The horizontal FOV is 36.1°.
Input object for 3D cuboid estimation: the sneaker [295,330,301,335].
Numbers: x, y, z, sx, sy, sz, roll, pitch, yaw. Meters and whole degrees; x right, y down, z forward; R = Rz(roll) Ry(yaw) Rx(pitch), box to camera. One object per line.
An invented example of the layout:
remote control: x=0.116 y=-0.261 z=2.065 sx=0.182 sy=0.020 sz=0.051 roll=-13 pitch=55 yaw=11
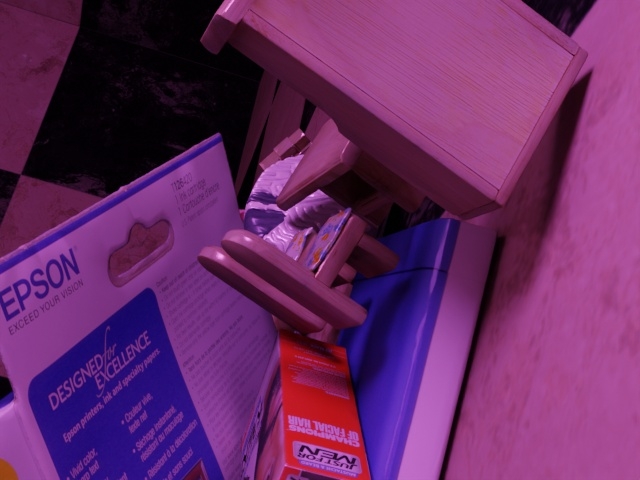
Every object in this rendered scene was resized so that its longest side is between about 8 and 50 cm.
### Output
sneaker: x=-0.083 y=0.169 z=1.147 sx=0.161 sy=0.102 sz=0.282 roll=-76 pitch=12 yaw=-65

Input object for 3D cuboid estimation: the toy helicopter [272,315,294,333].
toy helicopter: x=-0.135 y=0.176 z=0.983 sx=0.355 sy=0.140 sz=0.235 roll=-48 pitch=61 yaw=31

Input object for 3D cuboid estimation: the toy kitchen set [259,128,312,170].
toy kitchen set: x=-0.032 y=-0.110 z=1.520 sx=0.083 sy=0.075 sz=0.068 roll=-42 pitch=-30 yaw=3

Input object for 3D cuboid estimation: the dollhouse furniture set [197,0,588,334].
dollhouse furniture set: x=0.009 y=-0.082 z=0.575 sx=0.212 sy=0.161 sz=0.242 roll=-59 pitch=11 yaw=-17

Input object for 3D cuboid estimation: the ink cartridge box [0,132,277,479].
ink cartridge box: x=-0.108 y=0.114 z=0.664 sx=0.303 sy=0.072 sz=0.307 roll=-45 pitch=-60 yaw=-62

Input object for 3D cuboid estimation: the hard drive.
hard drive: x=0.026 y=0.152 z=0.630 sx=0.210 sy=0.040 sz=0.319 roll=156 pitch=129 yaw=-78

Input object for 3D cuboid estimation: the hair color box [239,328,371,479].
hair color box: x=-0.015 y=0.134 z=0.603 sx=0.167 sy=0.053 sz=0.093 roll=-103 pitch=31 yaw=-70

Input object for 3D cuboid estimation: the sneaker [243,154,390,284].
sneaker: x=0.000 y=0.000 z=0.808 sx=0.235 sy=0.094 sz=0.153 roll=-61 pitch=-14 yaw=-56

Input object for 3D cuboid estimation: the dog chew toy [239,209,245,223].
dog chew toy: x=-0.177 y=0.083 z=1.551 sx=0.332 sy=0.206 sz=0.207 roll=-58 pitch=16 yaw=34
